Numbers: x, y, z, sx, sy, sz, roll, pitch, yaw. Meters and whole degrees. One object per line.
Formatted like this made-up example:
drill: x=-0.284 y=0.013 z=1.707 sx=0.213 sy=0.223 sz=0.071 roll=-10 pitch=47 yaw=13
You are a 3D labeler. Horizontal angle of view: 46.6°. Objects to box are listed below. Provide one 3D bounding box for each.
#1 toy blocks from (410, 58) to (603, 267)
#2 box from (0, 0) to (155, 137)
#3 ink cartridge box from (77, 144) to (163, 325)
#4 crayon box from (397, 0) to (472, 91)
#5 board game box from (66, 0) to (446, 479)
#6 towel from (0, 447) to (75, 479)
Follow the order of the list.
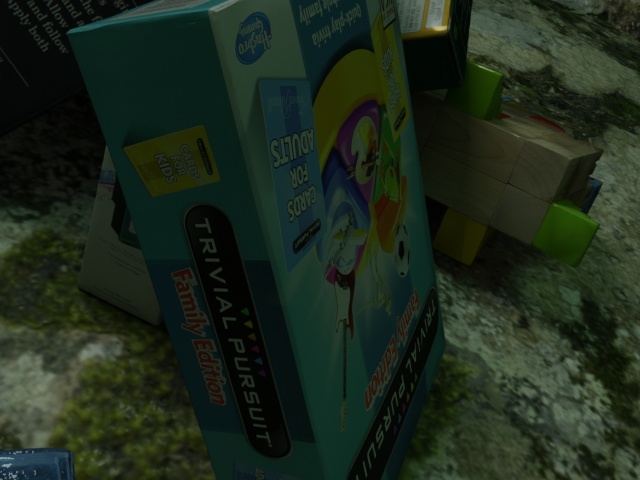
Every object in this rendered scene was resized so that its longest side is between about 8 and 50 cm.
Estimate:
toy blocks: x=0.177 y=-0.119 z=0.883 sx=0.381 sy=0.190 sz=0.261 roll=30 pitch=23 yaw=24
box: x=-0.166 y=-0.302 z=0.648 sx=0.212 sy=0.395 sz=0.293 roll=60 pitch=5 yaw=-28
ink cartridge box: x=-0.103 y=-0.063 z=0.576 sx=0.078 sy=0.231 sz=0.134 roll=27 pitch=35 yaw=4
crayon box: x=-0.005 y=-0.250 z=0.791 sx=0.323 sy=0.083 sz=0.203 roll=0 pitch=61 yaw=22
board game box: x=0.000 y=0.000 z=0.477 sx=0.079 sy=0.336 sz=0.254 roll=-1 pitch=27 yaw=24
towel: x=-0.167 y=0.170 z=0.409 sx=0.067 sy=0.029 sz=0.119 roll=4 pitch=40 yaw=-26
